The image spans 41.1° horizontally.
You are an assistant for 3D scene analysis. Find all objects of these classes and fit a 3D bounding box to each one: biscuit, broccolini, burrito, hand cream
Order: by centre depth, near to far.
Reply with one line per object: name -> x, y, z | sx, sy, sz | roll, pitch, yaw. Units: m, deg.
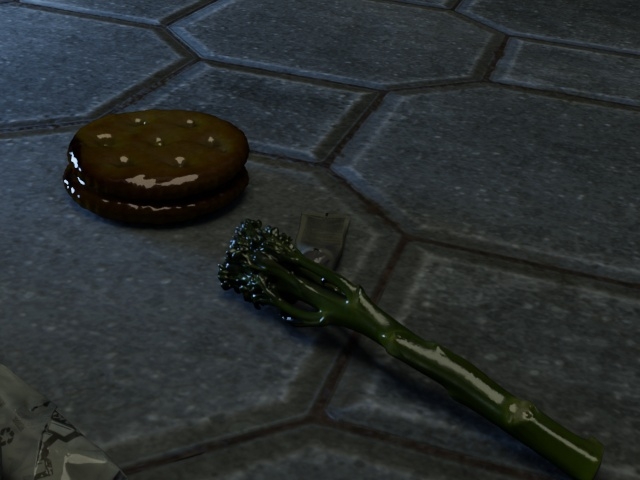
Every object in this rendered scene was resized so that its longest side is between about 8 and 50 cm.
burrito -> -0.214, 0.134, 0.603 | 0.203, 0.064, 0.064 | 29, 37, 34
broccolini -> 0.064, 0.091, 0.742 | 0.392, 0.079, 0.074 | 32, 28, 28
hand cream -> 0.000, 0.000, 0.914 | 0.057, 0.037, 0.165 | 6, 22, 3
biscuit -> -0.190, -0.092, 1.004 | 0.220, 0.066, 0.220 | 3, 29, -2

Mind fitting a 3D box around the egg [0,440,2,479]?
egg -> -0.266, 0.140, 0.451 | 0.183, 0.183, 0.217 | 16, 40, 20
